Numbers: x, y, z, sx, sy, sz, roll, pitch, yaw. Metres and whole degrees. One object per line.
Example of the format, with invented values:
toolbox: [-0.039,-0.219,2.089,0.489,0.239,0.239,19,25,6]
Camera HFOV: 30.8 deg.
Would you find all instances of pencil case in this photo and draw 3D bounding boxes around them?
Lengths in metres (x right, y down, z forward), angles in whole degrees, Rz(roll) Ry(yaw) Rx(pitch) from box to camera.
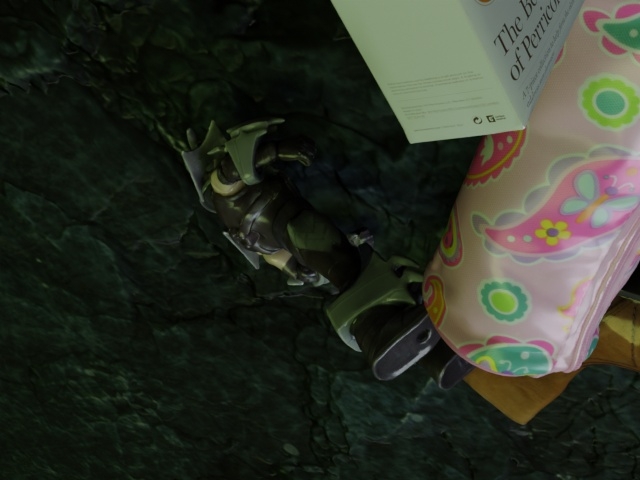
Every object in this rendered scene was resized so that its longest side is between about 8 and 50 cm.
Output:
pencil case: [0.152,-0.049,0.634,0.124,0.124,0.284,26,130,5]

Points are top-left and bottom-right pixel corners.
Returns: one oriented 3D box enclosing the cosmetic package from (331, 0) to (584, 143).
cosmetic package: [0.084,-0.159,0.497,0.060,0.239,0.099,-4,134,40]

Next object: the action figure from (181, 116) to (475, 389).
action figure: [0.000,0.000,0.852,0.285,0.099,0.185,38,177,36]

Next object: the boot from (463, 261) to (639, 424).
boot: [0.205,0.094,0.863,0.264,0.096,0.280,31,146,-3]
